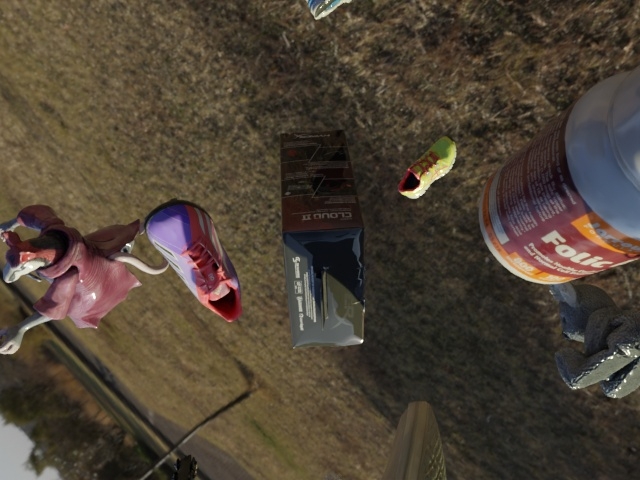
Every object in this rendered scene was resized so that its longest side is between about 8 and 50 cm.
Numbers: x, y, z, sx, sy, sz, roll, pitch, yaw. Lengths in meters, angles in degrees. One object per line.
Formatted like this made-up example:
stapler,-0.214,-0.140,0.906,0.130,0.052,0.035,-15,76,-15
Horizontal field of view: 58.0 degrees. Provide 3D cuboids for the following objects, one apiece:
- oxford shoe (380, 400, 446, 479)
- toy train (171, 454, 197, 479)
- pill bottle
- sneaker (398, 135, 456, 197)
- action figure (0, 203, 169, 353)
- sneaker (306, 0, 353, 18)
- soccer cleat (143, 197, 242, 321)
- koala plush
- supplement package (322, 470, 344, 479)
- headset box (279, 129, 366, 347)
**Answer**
oxford shoe,0.074,0.387,0.682,0.129,0.450,0.169,-8,129,27
toy train,-0.151,0.292,0.622,0.158,0.027,0.036,-105,11,-69
pill bottle,0.390,-0.081,0.775,0.224,0.224,0.392,48,165,6
sneaker,0.289,-0.196,1.577,0.081,0.094,0.209,48,118,24
action figure,-0.434,0.053,1.045,0.370,0.275,0.248,96,158,-78
sneaker,0.030,-0.428,0.932,0.083,0.190,0.071,51,137,-3
soccer cleat,-0.211,0.042,1.037,0.116,0.108,0.318,55,171,30
koala plush,0.578,0.174,1.196,0.203,0.196,0.221,-55,32,28
supplement package,0.068,0.724,1.350,0.198,0.199,0.262,58,158,-19
headset box,0.000,0.000,0.861,0.293,0.110,0.218,-96,3,-51
